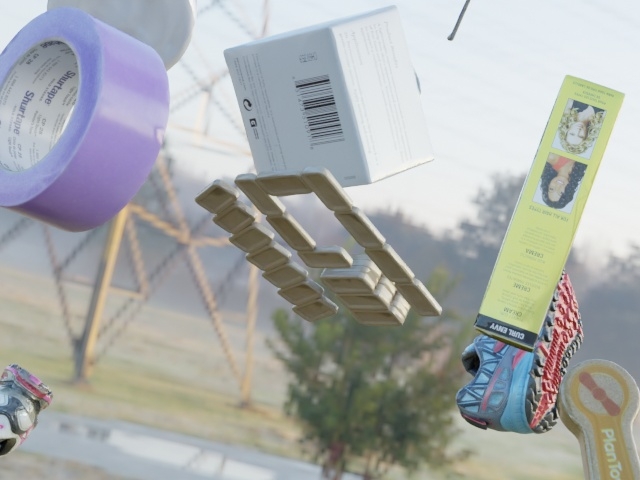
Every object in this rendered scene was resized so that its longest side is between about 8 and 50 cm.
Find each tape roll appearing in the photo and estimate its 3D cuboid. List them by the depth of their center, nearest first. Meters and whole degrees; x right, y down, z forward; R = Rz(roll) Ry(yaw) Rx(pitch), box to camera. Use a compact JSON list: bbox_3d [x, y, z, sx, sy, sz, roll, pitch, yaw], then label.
[{"bbox_3d":[-0.226,-0.107,1.362,0.189,0.189,0.080,10,-9,45],"label":"tape roll"}]

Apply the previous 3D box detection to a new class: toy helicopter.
[{"bbox_3d":[0.312,0.279,1.476,0.235,0.355,0.140,-5,-29,-3],"label":"toy helicopter"}]

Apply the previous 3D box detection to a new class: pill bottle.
[{"bbox_3d":[-0.243,-0.319,1.909,0.176,0.176,0.318,14,20,-10],"label":"pill bottle"}]

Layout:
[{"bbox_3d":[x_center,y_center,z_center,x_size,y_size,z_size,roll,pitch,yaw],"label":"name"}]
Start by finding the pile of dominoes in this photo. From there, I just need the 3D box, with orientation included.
[{"bbox_3d":[0.000,0.000,1.542,0.196,0.040,0.251,-1,-39,40],"label":"pile of dominoes"}]

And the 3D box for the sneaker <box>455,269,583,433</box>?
[{"bbox_3d":[0.222,0.115,1.761,0.125,0.104,0.262,-6,33,27],"label":"sneaker"}]

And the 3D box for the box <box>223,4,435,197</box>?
[{"bbox_3d":[0.009,-0.153,1.707,0.182,0.181,0.119,-6,12,46],"label":"box"}]

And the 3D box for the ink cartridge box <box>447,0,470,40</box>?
[{"bbox_3d":[0.189,-0.401,1.393,0.071,0.324,0.330,26,-38,1],"label":"ink cartridge box"}]

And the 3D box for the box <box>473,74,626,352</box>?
[{"bbox_3d":[0.197,-0.021,1.317,0.058,0.232,0.087,19,-5,9],"label":"box"}]

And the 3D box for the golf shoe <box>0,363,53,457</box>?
[{"bbox_3d":[-0.327,0.183,1.530,0.067,0.086,0.186,38,-25,-2],"label":"golf shoe"}]
